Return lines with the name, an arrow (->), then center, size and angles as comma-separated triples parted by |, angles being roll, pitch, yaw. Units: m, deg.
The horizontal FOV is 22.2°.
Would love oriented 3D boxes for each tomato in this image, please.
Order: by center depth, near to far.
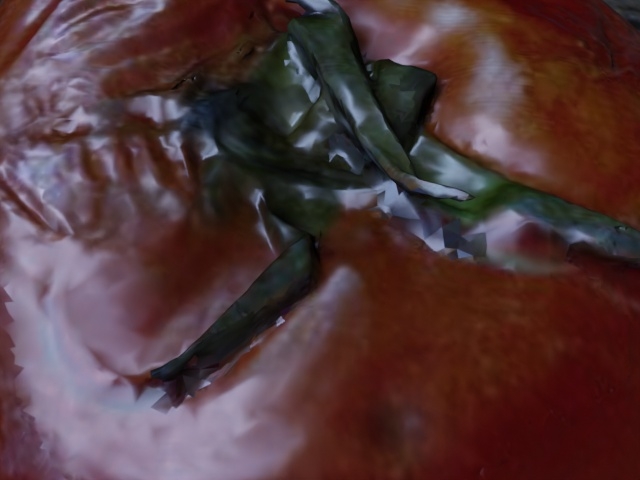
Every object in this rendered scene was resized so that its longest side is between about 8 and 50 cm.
tomato -> -0.002, 0.000, 0.395 | 0.228, 0.101, 0.228 | 0, 63, 0
